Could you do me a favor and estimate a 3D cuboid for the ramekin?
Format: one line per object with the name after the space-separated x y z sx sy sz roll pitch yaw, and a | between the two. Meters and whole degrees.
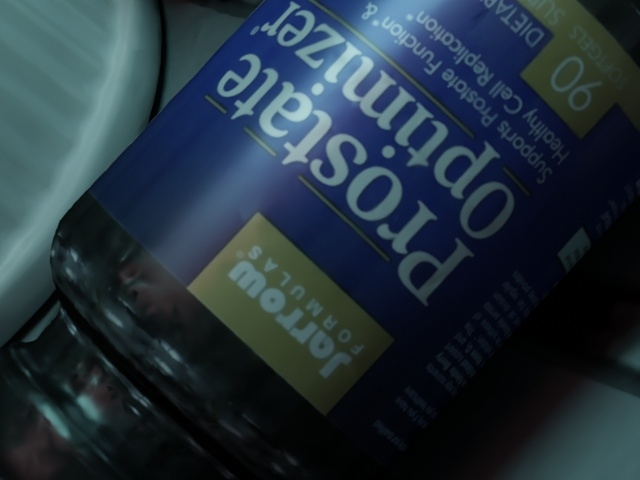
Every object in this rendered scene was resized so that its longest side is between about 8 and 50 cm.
-0.208 -0.061 0.757 0.273 0.127 0.273 -20 48 24 | ramekin

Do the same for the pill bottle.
0.000 0.000 0.553 0.219 0.123 0.123 -48 43 -2 | pill bottle
